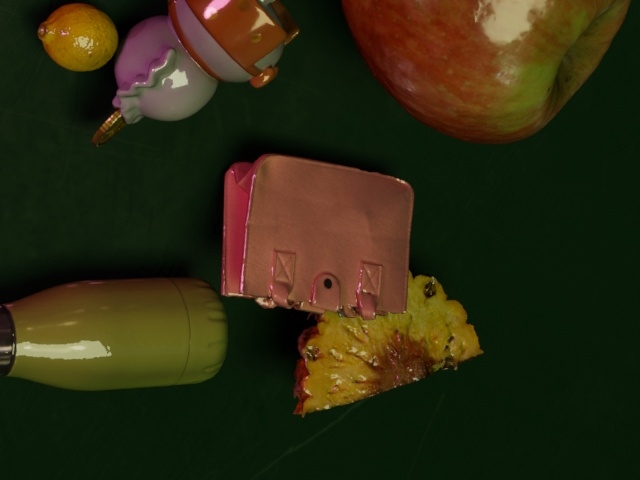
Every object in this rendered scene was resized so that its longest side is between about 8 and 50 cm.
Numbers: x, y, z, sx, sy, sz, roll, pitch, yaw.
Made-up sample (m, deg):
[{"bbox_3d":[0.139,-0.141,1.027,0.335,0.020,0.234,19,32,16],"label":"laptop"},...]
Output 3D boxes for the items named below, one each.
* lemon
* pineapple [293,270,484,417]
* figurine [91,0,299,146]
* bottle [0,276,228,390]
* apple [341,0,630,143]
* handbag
[{"bbox_3d":[-0.221,-0.185,1.642,0.083,0.062,0.062,4,119,-41],"label":"lemon"},{"bbox_3d":[0.036,0.105,1.994,0.250,0.164,0.139,-17,89,-26],"label":"pineapple"},{"bbox_3d":[-0.107,-0.178,1.674,0.143,0.143,0.271,25,104,-41],"label":"figurine"},{"bbox_3d":[-0.226,0.095,1.798,0.260,0.112,0.112,-2,121,-31],"label":"bottle"},{"bbox_3d":[0.150,-0.242,1.724,0.277,0.250,0.309,-50,162,-16],"label":"apple"},{"bbox_3d":[0.000,0.000,1.861,0.213,0.059,0.157,9,80,-35],"label":"handbag"}]
